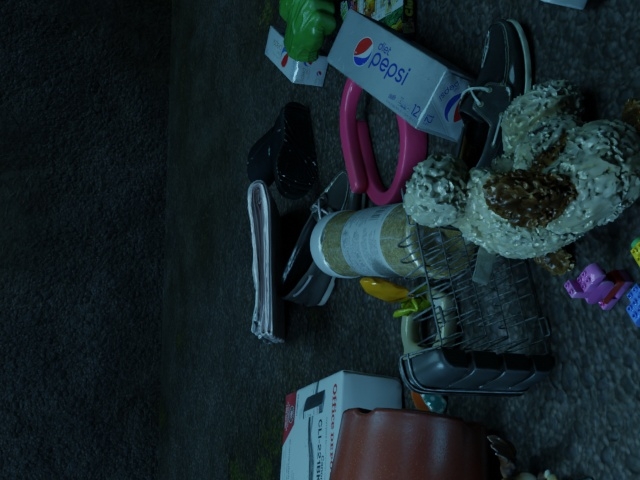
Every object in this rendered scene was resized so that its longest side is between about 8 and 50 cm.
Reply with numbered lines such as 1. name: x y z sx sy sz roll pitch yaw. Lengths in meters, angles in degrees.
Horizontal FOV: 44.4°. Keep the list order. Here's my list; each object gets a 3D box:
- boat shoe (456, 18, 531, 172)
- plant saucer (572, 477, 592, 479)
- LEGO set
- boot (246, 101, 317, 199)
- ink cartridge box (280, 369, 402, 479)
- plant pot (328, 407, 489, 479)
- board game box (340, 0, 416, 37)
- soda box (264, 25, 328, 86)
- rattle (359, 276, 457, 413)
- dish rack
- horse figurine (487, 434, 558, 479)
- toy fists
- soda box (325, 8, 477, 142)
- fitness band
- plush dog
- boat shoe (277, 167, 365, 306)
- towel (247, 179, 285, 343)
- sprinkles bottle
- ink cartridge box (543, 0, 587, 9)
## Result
1. boat shoe: 0.227 -0.183 1.051 0.084 0.079 0.233 -161 76 -68
2. plant saucer: 0.302 0.372 0.891 0.067 0.018 0.192 136 131 -59
3. LEGO set: 0.326 0.013 0.778 0.087 0.093 0.227 -110 32 -42
4. boot: -0.093 -0.162 1.763 0.207 0.094 0.246 136 139 -53
5. ink cartridge box: 0.030 0.351 1.374 0.273 0.114 0.197 141 137 -59
6. plant pot: 0.112 0.368 1.038 0.272 0.272 0.265 148 133 -62
7. board game box: 0.099 -0.407 1.433 0.260 0.030 0.136 174 96 -67
8. soda box: -0.055 -0.409 1.733 0.216 0.074 0.069 -124 43 -54
9. rattle: 0.125 0.164 1.182 0.130 0.143 0.199 21 102 46
10. dish rack: 0.183 0.053 0.979 0.074 0.208 0.271 -35 54 47
11. horse figurine: 0.249 0.356 0.930 0.174 0.066 0.263 101 158 -79
12. toy fists: -0.023 -0.498 1.633 0.279 0.096 0.142 -97 18 -44
13. soda box: 0.124 -0.260 1.208 0.286 0.091 0.098 48 118 48
14. fitness band: 0.108 -0.196 1.368 0.209 0.054 0.290 -48 45 52
15. plush dog: 0.253 -0.057 0.847 0.210 0.262 0.225 57 164 -1
16. boat shoe: 0.000 0.000 1.532 0.112 0.096 0.335 -115 35 -47
17. towel: -0.115 0.061 1.689 0.332 0.053 0.317 84 -176 -79
18. sprinkles bottle: 0.103 0.002 1.260 0.355 0.121 0.121 175 97 -67
19. ink cartridge box: 0.298 -0.401 0.970 0.232 0.066 0.189 -87 10 -65
